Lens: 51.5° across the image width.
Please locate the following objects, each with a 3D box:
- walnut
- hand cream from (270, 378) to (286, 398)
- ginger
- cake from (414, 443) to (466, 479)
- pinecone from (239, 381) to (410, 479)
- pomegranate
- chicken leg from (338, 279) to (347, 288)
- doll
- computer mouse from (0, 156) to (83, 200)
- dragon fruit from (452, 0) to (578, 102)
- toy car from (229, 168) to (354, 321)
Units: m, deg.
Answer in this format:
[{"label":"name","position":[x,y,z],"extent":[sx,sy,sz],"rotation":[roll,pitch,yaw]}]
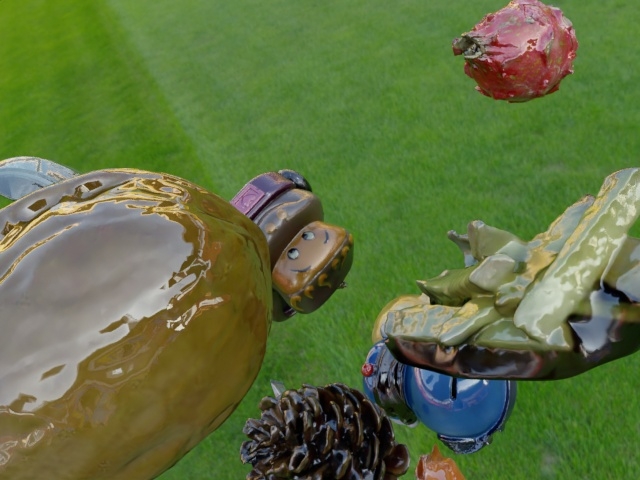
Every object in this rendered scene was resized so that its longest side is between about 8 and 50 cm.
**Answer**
[{"label":"walnut","position":[-0.233,0.092,0.694],"extent":[0.398,0.307,0.354],"rotation":[-33,26,-8]},{"label":"hand cream","position":[-0.075,0.449,1.681],"extent":[0.043,0.067,0.209],"rotation":[-32,64,15]},{"label":"ginger","position":[0.288,0.027,0.945],"extent":[0.414,0.211,0.358],"rotation":[-10,14,32]},{"label":"cake","position":[0.326,0.640,1.612],"extent":[0.098,0.287,0.135],"rotation":[-33,11,20]},{"label":"pinecone","position":[0.008,0.330,1.036],"extent":[0.224,0.273,0.224],"rotation":[-20,56,34]},{"label":"pomegranate","position":[0.266,0.261,1.911],"extent":[0.233,0.233,0.233],"rotation":[-15,37,12]},{"label":"chicken leg","position":[0.000,0.000,1.582],"extent":[0.051,0.253,0.106],"rotation":[-25,11,5]},{"label":"doll","position":[0.250,0.286,1.368],"extent":[0.310,0.240,0.283],"rotation":[-2,83,34]},{"label":"computer mouse","position":[-0.487,-0.109,1.206],"extent":[0.231,0.071,0.126],"rotation":[13,16,-2]},{"label":"dragon fruit","position":[0.384,-0.371,1.310],"extent":[0.268,0.205,0.210],"rotation":[-1,52,-30]},{"label":"toy car","position":[-0.059,0.039,1.282],"extent":[0.240,0.340,0.271],"rotation":[34,71,21]}]
